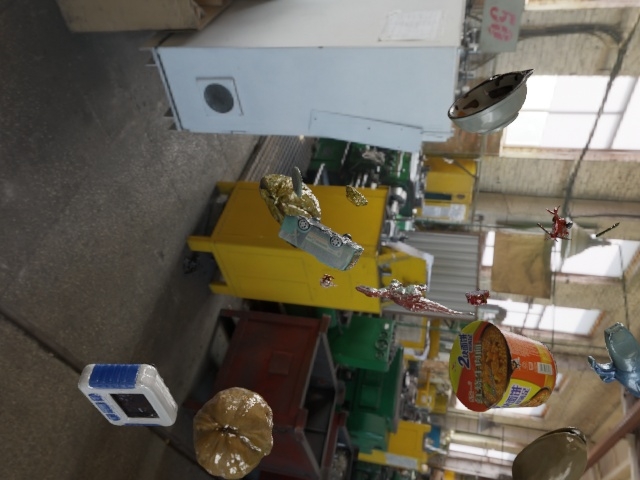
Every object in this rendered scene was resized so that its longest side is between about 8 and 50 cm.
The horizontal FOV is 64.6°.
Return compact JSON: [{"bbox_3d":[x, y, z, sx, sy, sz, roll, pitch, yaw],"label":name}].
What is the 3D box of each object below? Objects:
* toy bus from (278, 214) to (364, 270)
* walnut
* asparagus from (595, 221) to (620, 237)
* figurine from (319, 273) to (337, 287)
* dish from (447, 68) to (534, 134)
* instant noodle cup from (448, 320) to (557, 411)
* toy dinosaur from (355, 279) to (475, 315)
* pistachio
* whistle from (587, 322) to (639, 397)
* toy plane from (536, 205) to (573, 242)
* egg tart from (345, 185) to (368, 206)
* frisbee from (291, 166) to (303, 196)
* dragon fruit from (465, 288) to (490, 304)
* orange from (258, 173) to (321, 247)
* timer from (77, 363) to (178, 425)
[{"bbox_3d":[0.000,0.000,1.535,0.091,0.261,0.109,2,114,-65],"label":"toy bus"},{"bbox_3d":[-0.308,0.690,1.820,0.344,0.305,0.306,105,-4,-69],"label":"walnut"},{"bbox_3d":[1.084,-0.039,1.911,0.114,0.014,0.015,125,-20,-61],"label":"asparagus"},{"bbox_3d":[0.025,0.136,1.665,0.109,0.064,0.047,162,-48,-83],"label":"figurine"},{"bbox_3d":[0.580,-0.447,1.707,0.120,0.302,0.303,56,31,-21],"label":"dish"},{"bbox_3d":[0.441,0.308,1.207,0.213,0.174,0.214,-167,-90,-68],"label":"instant noodle cup"},{"bbox_3d":[0.219,0.139,1.146,0.167,0.242,0.053,-4,112,-56],"label":"toy dinosaur"},{"bbox_3d":[0.553,0.534,1.214,0.206,0.131,0.129,-57,166,13],"label":"pistachio"},{"bbox_3d":[0.806,0.318,1.322,0.269,0.180,0.093,56,11,-21],"label":"whistle"},{"bbox_3d":[0.797,-0.062,1.718,0.077,0.126,0.194,-49,120,-7],"label":"toy plane"},{"bbox_3d":[0.153,-0.193,2.250,0.052,0.130,0.130,-47,159,-4],"label":"egg tart"},{"bbox_3d":[-0.085,-0.208,1.802,0.110,0.014,0.110,169,-90,-75],"label":"frisbee"},{"bbox_3d":[0.718,0.267,2.310,0.126,0.112,0.068,-176,-108,-82],"label":"dragon fruit"},{"bbox_3d":[-0.118,-0.140,2.210,0.369,0.210,0.271,55,-16,31],"label":"orange"},{"bbox_3d":[-0.461,0.376,1.241,0.254,0.178,0.078,89,2,-49],"label":"timer"}]
